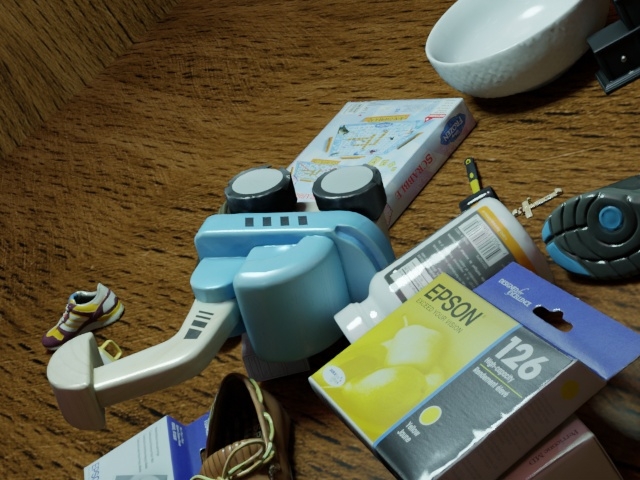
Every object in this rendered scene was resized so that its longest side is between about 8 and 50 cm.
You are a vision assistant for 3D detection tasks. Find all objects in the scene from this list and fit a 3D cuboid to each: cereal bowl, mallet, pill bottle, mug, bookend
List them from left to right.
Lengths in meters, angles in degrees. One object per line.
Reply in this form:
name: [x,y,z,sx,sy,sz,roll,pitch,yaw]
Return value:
mug: [-0.395,0.220,2.184,0.062,0.064,0.078,-28,28,14]
pill bottle: [0.168,0.078,1.681,0.278,0.162,0.162,-35,27,0]
mallet: [0.245,-0.086,1.998,0.062,0.039,0.190,-33,23,9]
cereal bowl: [0.367,-0.366,2.178,0.339,0.141,0.339,-28,27,16]
bookend: [0.499,-0.350,1.994,0.156,0.157,0.072,-27,28,13]

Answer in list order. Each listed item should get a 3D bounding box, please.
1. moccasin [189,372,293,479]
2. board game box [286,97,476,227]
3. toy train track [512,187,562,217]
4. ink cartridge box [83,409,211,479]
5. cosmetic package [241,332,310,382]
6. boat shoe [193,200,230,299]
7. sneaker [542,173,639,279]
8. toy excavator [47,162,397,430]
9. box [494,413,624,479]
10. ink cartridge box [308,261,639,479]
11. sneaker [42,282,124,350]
moccasin: [-0.104,0.316,1.620,0.139,0.147,0.380,-25,29,20]
board game box: [0.074,-0.134,2.220,0.318,0.066,0.318,7,48,52]
toy train track: [0.332,-0.061,1.877,0.083,0.014,0.048,-27,29,14]
ink cartridge box: [-0.252,0.359,1.827,0.224,0.045,0.223,-33,27,4]
cosmetic package: [-0.074,0.129,1.958,0.098,0.060,0.239,-12,31,4]
boat shoe: [-0.168,0.067,2.153,0.104,0.110,0.307,-48,21,38]
sneaker: [0.462,-0.039,1.627,0.340,0.125,0.139,-18,4,34]
toy excavator: [-0.122,0.093,1.750,0.432,0.222,0.445,-2,32,19]
box: [0.217,0.229,1.432,0.148,0.121,0.311,-36,27,-3]
ink cartridge box: [0.172,0.143,1.413,0.307,0.072,0.303,-40,27,-7]
sneaker: [-0.477,0.144,2.372,0.185,0.084,0.069,-28,28,13]
